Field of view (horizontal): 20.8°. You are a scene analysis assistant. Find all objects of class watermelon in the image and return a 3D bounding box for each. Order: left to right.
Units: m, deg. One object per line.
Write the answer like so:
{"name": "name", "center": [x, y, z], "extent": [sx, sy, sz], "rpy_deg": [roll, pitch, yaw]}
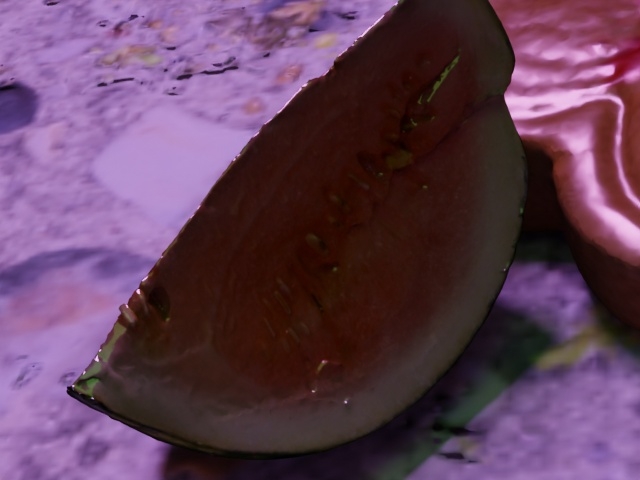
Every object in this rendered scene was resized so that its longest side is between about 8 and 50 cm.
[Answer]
{"name": "watermelon", "center": [0.010, 0.010, 0.465], "extent": [0.069, 0.087, 0.163], "rpy_deg": [34, 67, 14]}

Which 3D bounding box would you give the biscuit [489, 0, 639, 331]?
{"name": "biscuit", "center": [0.166, -0.037, 0.494], "extent": [0.334, 0.047, 0.202], "rpy_deg": [13, 43, 33]}
